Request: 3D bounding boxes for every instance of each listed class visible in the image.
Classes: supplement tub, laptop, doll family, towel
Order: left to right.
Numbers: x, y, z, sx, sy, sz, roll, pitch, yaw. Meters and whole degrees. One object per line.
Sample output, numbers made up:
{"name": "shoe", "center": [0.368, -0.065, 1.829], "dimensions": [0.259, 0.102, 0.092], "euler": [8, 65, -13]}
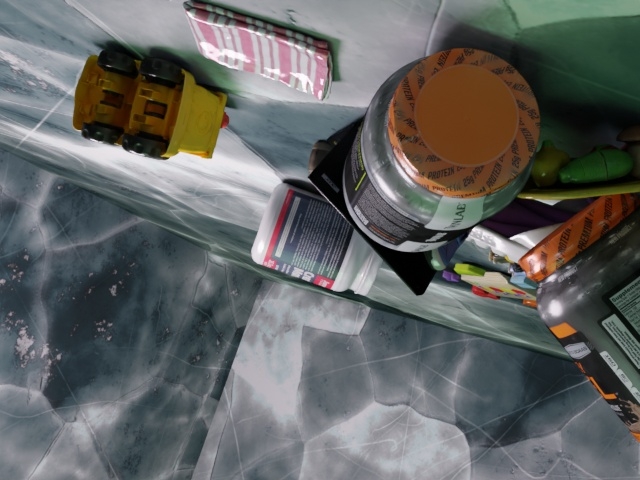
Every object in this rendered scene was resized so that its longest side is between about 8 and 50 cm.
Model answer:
{"name": "towel", "center": [-0.079, -0.244, 1.040], "dimensions": [0.197, 0.029, 0.144], "euler": [18, 170, 5]}
{"name": "supplement tub", "center": [0.000, 0.000, 1.778], "dimensions": [0.272, 0.191, 0.191], "euler": [20, 171, -2]}
{"name": "laptop", "center": [0.077, -0.047, 1.227], "dimensions": [0.234, 0.136, 0.264], "euler": [47, 170, -9]}
{"name": "supplement tub", "center": [0.134, -0.098, 0.952], "dimensions": [0.194, 0.193, 0.316], "euler": [19, 171, -1]}
{"name": "doll family", "center": [0.404, 0.037, 1.574], "dimensions": [0.111, 0.076, 0.193], "euler": [5, 168, 41]}
{"name": "supplement tub", "center": [0.411, 0.109, 0.979], "dimensions": [0.338, 0.207, 0.207], "euler": [53, 174, 7]}

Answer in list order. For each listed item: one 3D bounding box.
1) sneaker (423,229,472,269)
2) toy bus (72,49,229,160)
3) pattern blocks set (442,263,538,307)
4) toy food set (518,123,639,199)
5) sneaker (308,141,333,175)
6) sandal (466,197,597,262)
{"name": "sneaker", "center": [0.200, -0.046, 1.154], "dimensions": [0.081, 0.211, 0.080], "euler": [0, 139, 32]}
{"name": "toy bus", "center": [-0.259, -0.211, 1.314], "dimensions": [0.220, 0.149, 0.211], "euler": [17, -174, 28]}
{"name": "pattern blocks set", "center": [0.452, 0.112, 2.018], "dimensions": [0.285, 0.026, 0.325], "euler": [26, 168, -38]}
{"name": "toy food set", "center": [0.329, -0.094, 0.912], "dimensions": [0.218, 0.071, 0.128], "euler": [-6, -171, 2]}
{"name": "sneaker", "center": [0.042, -0.109, 1.439], "dimensions": [0.066, 0.071, 0.188], "euler": [9, 166, 47]}
{"name": "sandal", "center": [0.362, -0.024, 1.172], "dimensions": [0.416, 0.169, 0.102], "euler": [15, 129, 26]}
